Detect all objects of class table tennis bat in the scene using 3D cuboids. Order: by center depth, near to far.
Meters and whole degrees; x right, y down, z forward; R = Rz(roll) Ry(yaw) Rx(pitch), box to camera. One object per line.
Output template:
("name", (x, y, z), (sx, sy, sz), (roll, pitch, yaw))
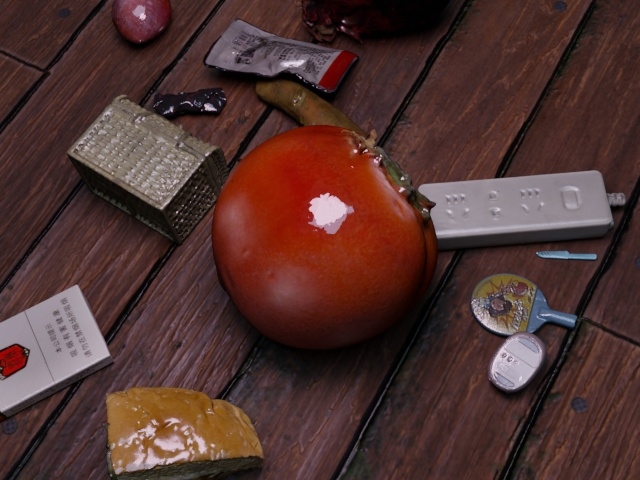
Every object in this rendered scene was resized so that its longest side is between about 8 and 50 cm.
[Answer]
("table tennis bat", (0.298, 0.101, 1.327), (0.155, 0.019, 0.100), (16, 64, 14))

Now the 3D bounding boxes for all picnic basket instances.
("picnic basket", (-0.263, -0.119, 1.416), (0.196, 0.134, 0.154), (30, 72, 18))

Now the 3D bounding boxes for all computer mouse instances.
("computer mouse", (0.279, 0.174, 1.279), (0.066, 0.039, 0.096), (35, 77, 20))

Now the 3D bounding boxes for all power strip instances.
("power strip", (0.303, -0.046, 1.381), (0.339, 0.058, 0.098), (-5, 62, 1))

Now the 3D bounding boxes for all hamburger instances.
("hamburger", (-0.185, 0.261, 1.211), (0.208, 0.135, 0.155), (-8, 64, -3))

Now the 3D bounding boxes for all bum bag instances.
("bum bag", (-0.221, -0.233, 1.527), (0.125, 0.034, 0.057), (-7, 53, 0))

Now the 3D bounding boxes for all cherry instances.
("cherry", (-0.318, -0.436, 1.615), (0.107, 0.090, 0.225), (-14, 51, 14))

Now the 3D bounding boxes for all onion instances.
("onion", (0.100, -0.465, 1.532), (0.281, 0.221, 0.280), (0, 91, 8))

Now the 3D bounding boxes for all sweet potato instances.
("sweet potato", (-0.005, -0.198, 1.476), (0.075, 0.075, 0.273), (-40, 65, -16))

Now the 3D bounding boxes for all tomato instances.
("tomato", (0.000, 0.000, 1.256), (0.322, 0.321, 0.321), (-2, 62, 3))

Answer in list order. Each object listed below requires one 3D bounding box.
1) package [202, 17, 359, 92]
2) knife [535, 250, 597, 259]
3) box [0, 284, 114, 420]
("package", (-0.066, -0.315, 1.534), (0.239, 0.030, 0.154), (14, 42, 13))
("knife", (0.374, 0.022, 1.370), (0.091, 0.005, 0.014), (1, 64, 5))
("box", (-0.442, 0.178, 1.327), (0.245, 0.035, 0.139), (-26, 64, -10))
